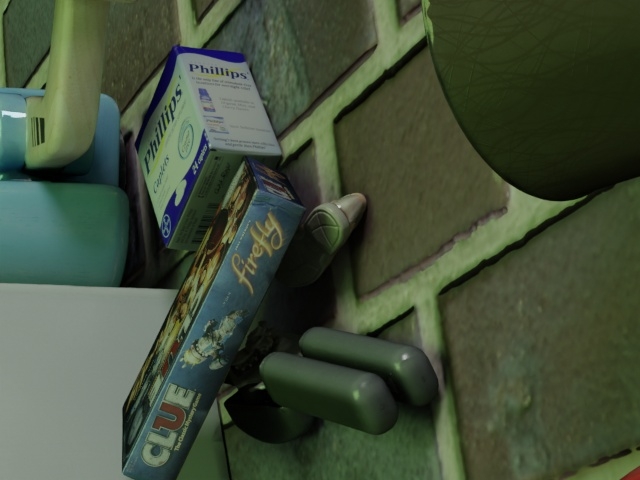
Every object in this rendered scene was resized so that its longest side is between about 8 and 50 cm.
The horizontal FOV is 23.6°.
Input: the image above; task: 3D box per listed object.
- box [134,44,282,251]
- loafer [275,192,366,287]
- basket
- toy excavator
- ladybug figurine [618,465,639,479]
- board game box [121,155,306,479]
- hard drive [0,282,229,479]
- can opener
[{"bbox_3d":[-0.103,-0.081,1.358,0.126,0.072,0.137,-62,36,38],"label":"box"},{"bbox_3d":[0.000,0.000,1.198,0.045,0.039,0.125,53,147,4],"label":"loafer"},{"bbox_3d":[0.177,-0.124,0.740,0.227,0.154,0.204,-3,104,58],"label":"basket"},{"bbox_3d":[-0.260,-0.076,1.460,0.445,0.222,0.433,-174,86,-67],"label":"toy excavator"},{"bbox_3d":[0.206,0.229,0.511,0.449,0.162,0.305,32,116,49],"label":"ladybug figurine"},{"bbox_3d":[-0.090,0.060,1.217,0.243,0.042,0.165,-64,11,7],"label":"board game box"},{"bbox_3d":[-0.258,0.147,1.327,0.047,0.353,0.233,-47,47,50],"label":"hard drive"},{"bbox_3d":[0.001,0.109,1.160,0.093,0.074,0.280,61,157,-11],"label":"can opener"}]
